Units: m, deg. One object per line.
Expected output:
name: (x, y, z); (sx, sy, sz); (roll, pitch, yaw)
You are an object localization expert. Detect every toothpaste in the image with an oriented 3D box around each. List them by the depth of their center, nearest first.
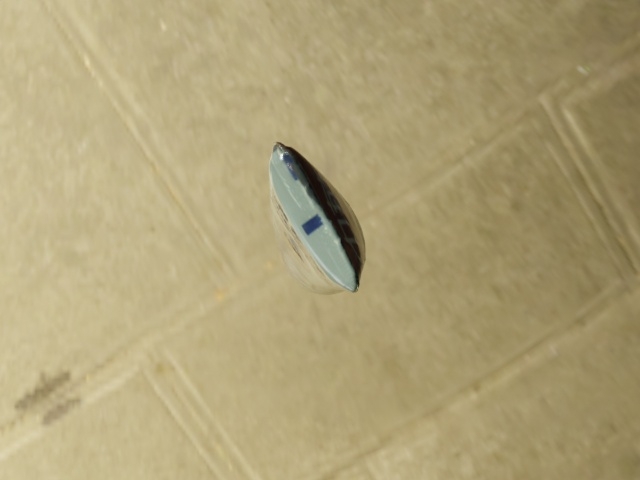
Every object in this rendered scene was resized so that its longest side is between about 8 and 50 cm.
toothpaste: (0.000, 0.000, 0.744); (0.039, 0.239, 0.062); (-28, 86, -1)
